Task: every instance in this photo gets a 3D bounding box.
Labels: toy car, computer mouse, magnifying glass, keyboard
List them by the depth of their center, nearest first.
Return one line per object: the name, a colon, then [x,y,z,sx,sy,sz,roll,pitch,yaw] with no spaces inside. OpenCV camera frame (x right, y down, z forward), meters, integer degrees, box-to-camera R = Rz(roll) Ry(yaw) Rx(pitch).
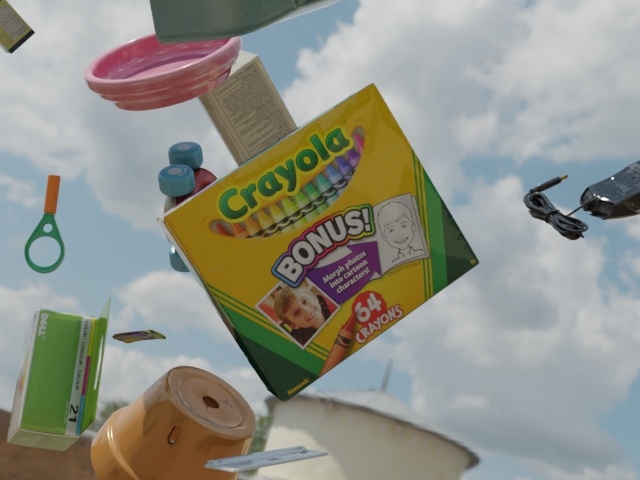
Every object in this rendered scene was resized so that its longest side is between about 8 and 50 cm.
computer mouse: [0.479,-0.076,1.688,0.184,0.262,0.060,41,-25,58]
keyboard: [-0.091,0.390,1.769,0.072,0.014,0.256,7,1,39]
toy car: [-0.196,-0.071,2.052,0.237,0.210,0.219,0,-59,4]
magnifying glass: [-0.630,-0.038,2.297,0.092,0.231,0.026,5,-12,-3]

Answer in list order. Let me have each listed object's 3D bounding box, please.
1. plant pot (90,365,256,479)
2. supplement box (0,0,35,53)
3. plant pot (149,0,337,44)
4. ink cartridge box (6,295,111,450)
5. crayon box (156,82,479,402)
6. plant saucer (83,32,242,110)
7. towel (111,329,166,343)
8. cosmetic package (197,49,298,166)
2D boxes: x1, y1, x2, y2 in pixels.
plant pot: [-0.256,0.374,1.867,0.290,0.204,0.291,30,17,-11]
supplement box: [-0.542,-0.369,1.698,0.083,0.056,0.083,50,-10,-24]
plant pot: [-0.090,-0.430,1.457,0.252,0.247,0.248,13,-59,40]
ink cartridge box: [-0.386,0.192,1.465,0.097,0.189,0.255,12,-24,-19]
crayon box: [0.000,0.000,1.453,0.313,0.362,0.106,58,-13,-10]
plant saucer: [-0.317,-0.354,2.047,0.332,0.332,0.084,4,-57,30]
towel: [-0.327,0.174,1.788,0.083,0.010,0.060,-8,-20,18]
cosmetic package: [-0.159,-0.279,2.366,0.113,0.160,0.310,31,-26,56]
